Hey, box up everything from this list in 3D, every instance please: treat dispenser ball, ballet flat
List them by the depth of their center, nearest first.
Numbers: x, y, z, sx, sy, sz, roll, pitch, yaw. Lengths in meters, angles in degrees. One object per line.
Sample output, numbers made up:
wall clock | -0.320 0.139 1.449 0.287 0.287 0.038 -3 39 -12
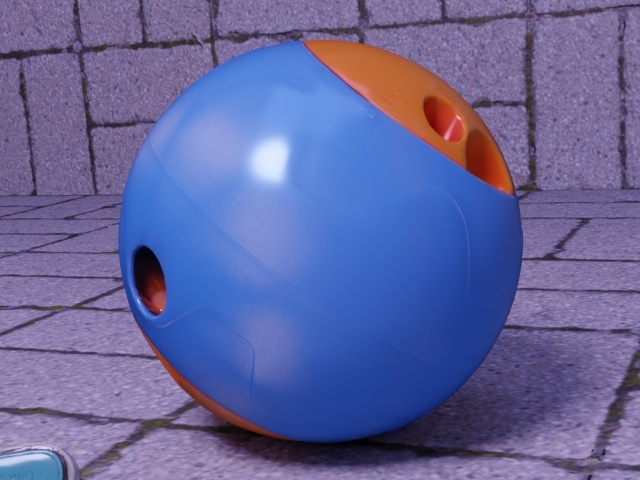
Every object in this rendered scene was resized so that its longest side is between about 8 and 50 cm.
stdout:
ballet flat | -0.236 0.159 0.684 0.168 0.057 0.052 -1 -18 -4
treat dispenser ball | 0.000 0.000 0.783 0.288 0.288 0.288 -4 10 1
